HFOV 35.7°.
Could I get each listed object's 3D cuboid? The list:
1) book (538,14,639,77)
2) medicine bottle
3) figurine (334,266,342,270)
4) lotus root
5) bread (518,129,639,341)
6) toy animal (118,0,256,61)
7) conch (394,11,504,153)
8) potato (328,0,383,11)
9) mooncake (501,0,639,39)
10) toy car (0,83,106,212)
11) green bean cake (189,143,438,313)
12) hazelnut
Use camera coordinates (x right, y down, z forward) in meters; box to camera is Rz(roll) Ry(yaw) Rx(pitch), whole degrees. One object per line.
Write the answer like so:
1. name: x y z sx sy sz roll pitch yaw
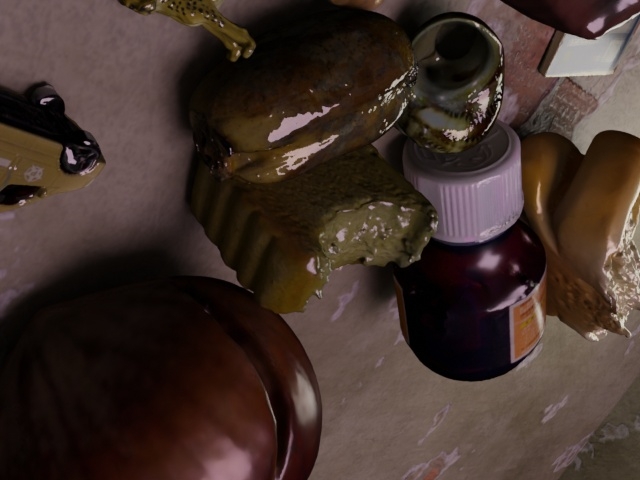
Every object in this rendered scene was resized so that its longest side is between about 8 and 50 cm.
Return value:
1. book: 0.470 -0.401 1.542 0.228 0.018 0.322 -11 132 -45
2. medicine bottle: 0.227 0.013 1.490 0.242 0.242 0.395 -32 140 -23
3. figurine: 0.002 0.010 1.353 0.098 0.081 0.146 -35 166 28
4. lotus root: -0.014 -0.167 1.096 0.275 0.160 0.152 -26 129 -25
5. bread: 0.426 0.002 1.671 0.424 0.245 0.329 69 24 -61
6. toy animal: -0.093 -0.270 0.969 0.136 0.073 0.181 32 101 -23
7. conch: 0.160 -0.207 1.298 0.181 0.124 0.187 -44 121 14
8. potato: 0.040 -0.288 1.119 0.083 0.062 0.068 -39 124 -56
9. mooncake: 0.224 -0.349 1.048 0.174 0.334 0.326 -49 -172 4
10. toy car: -0.318 -0.089 0.876 0.124 0.101 0.256 -51 146 14
11. green bean cake: -0.011 -0.028 1.183 0.236 0.233 0.124 -18 143 -37
12. hazelnut: -0.196 0.227 1.138 0.409 0.359 0.359 -49 148 -5
